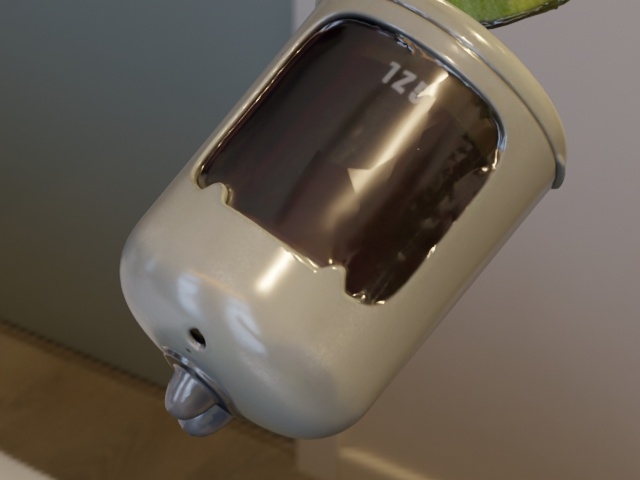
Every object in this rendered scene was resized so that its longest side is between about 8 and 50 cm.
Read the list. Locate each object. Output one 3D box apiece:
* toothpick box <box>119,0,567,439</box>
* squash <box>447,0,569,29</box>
[{"bbox_3d":[0.000,0.000,1.057,0.229,0.229,0.316,28,73,39],"label":"toothpick box"},{"bbox_3d":[0.183,-0.324,1.558,0.220,0.133,0.220,-23,31,15],"label":"squash"}]
